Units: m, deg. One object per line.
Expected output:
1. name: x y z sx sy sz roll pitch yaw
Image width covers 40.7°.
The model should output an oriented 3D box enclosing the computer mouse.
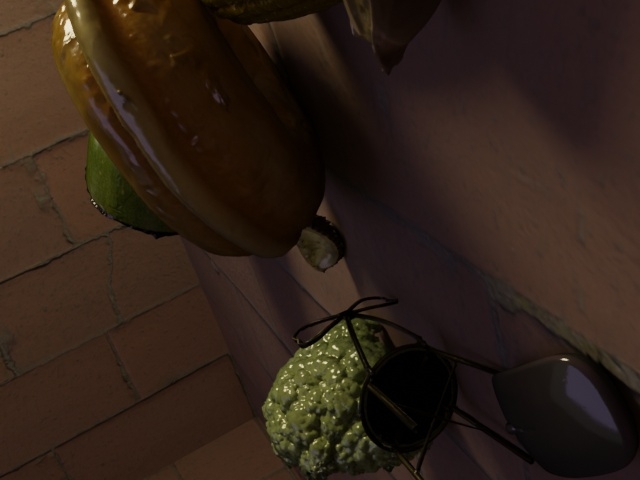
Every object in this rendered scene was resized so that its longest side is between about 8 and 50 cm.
1. computer mouse: 0.228 0.172 0.847 0.120 0.057 0.232 62 165 8

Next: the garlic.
1. garlic: 0.052 -0.229 0.650 0.087 0.101 0.195 35 157 31

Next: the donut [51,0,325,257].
1. donut: -0.157 -0.171 1.098 0.449 0.198 0.449 52 -166 -19

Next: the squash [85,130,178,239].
1. squash: -0.311 -0.218 1.712 0.310 0.310 0.309 55 148 28

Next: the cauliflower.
1. cauliflower: 0.051 0.270 1.359 0.250 0.272 0.275 35 -158 -39

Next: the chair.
1. chair: 0.112 0.193 1.113 0.326 0.160 0.170 22 136 63

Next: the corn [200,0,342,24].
1. corn: -0.042 -0.282 0.849 0.344 0.131 0.131 24 139 66

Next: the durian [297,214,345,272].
1. durian: 0.002 0.007 1.338 0.052 0.066 0.130 50 170 43
